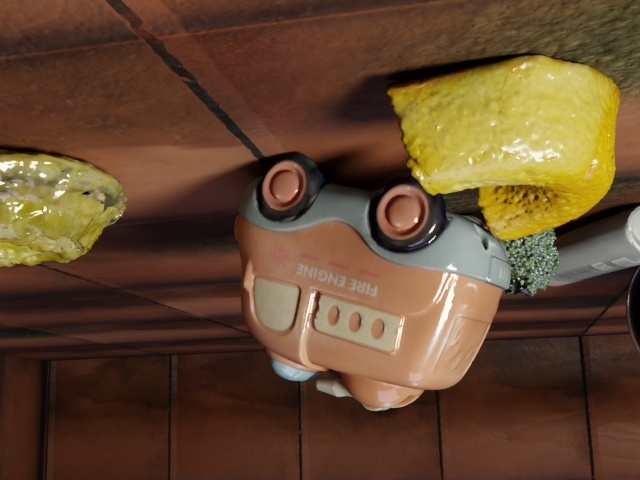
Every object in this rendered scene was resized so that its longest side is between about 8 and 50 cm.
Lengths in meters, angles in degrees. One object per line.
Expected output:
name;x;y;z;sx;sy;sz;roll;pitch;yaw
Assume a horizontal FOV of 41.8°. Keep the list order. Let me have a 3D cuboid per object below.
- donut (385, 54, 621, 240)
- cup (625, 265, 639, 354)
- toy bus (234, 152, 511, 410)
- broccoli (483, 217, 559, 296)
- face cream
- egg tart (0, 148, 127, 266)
donut;0.176;-0.080;0.700;0.152;0.101;0.259;-15;159;30
cup;0.675;0.126;1.427;0.273;0.208;0.288;0;167;-15
toy bus;0.044;0.049;0.866;0.288;0.232;0.194;12;179;30
broccoli;0.227;0.008;1.119;0.122;0.118;0.204;-29;-164;-22
face cream;0.387;0.014;1.185;0.107;0.073;0.269;7;166;-15
egg tart;-0.337;-0.023;0.874;0.279;0.095;0.279;-2;166;-1
